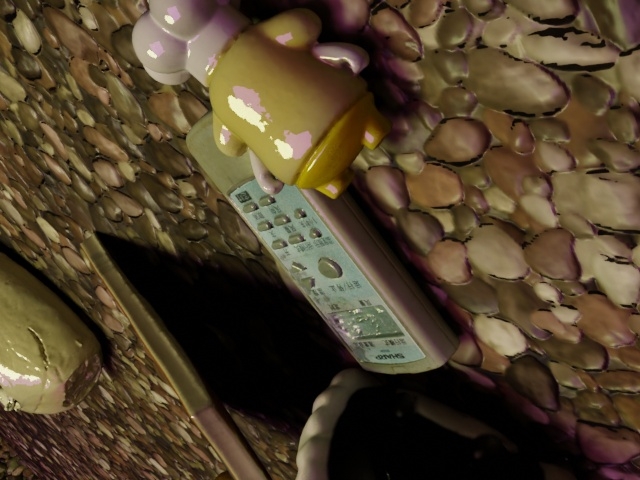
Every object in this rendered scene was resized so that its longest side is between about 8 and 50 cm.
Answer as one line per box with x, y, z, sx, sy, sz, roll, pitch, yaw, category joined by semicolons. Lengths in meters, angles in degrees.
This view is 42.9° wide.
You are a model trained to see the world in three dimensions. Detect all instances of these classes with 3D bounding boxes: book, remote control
-0.118;0.157;0.785;0.374;0.028;0.263;35;155;55;book
0.000;0.000;0.567;0.233;0.038;0.098;52;149;-15;remote control

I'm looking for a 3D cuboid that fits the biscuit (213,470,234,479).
-0.058;0.410;1.134;0.236;0.039;0.180;44;152;0;biscuit

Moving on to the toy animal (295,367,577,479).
0.073;0.212;0.616;0.208;0.156;0.204;25;149;22;toy animal

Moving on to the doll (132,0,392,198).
-0.037;-0.095;0.464;0.162;0.062;0.106;40;121;3;doll

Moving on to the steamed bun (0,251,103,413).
-0.422;0.139;1.116;0.238;0.153;0.170;38;148;4;steamed bun
